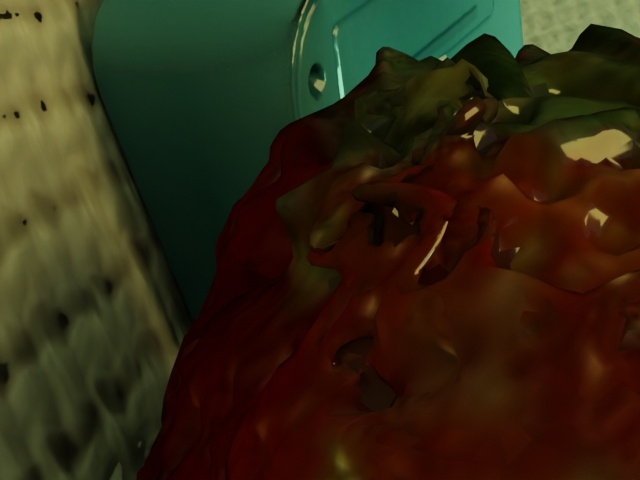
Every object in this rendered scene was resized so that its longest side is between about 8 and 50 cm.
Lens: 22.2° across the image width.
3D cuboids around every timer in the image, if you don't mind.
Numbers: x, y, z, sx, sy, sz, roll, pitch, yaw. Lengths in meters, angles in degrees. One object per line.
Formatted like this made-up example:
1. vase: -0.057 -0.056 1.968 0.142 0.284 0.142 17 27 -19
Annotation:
1. timer: 0.017 -0.015 0.702 0.232 0.091 0.250 -43 128 -55

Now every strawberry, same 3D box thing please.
1. strawberry: 0.066 0.115 0.478 0.312 0.267 0.351 -38 144 -54
